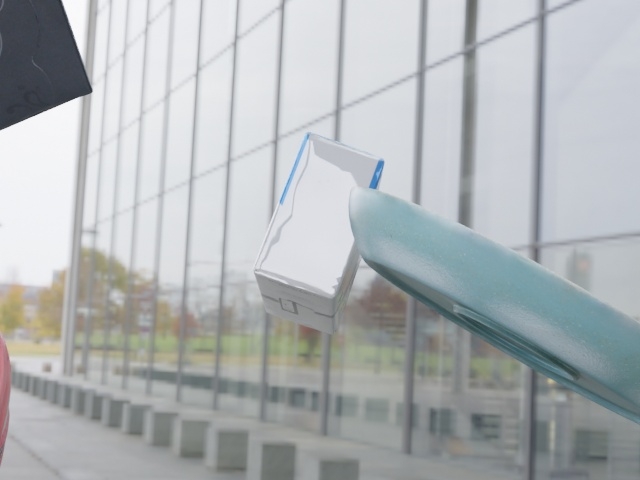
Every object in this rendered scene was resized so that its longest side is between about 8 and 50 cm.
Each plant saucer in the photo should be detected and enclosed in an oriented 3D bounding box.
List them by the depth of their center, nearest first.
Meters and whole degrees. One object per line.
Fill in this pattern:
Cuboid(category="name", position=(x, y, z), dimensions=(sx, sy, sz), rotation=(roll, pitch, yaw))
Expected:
Cuboid(category="plant saucer", position=(0.149, 0.060, 0.786), dimensions=(0.318, 0.043, 0.317), rotation=(30, -4, 2))

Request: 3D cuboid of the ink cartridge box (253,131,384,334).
Cuboid(category="ink cartridge box", position=(0.000, 0.000, 1.102), dimensions=(0.086, 0.148, 0.203), rotation=(18, -13, 6))

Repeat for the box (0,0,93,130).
Cuboid(category="box", position=(-0.306, -0.227, 0.856), dimensions=(0.143, 0.270, 0.165), rotation=(-25, -33, -12))

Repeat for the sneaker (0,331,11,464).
Cuboid(category="sneaker", position=(-0.184, 0.174, 0.410), dimensions=(0.116, 0.314, 0.136), rotation=(16, -21, 3))
